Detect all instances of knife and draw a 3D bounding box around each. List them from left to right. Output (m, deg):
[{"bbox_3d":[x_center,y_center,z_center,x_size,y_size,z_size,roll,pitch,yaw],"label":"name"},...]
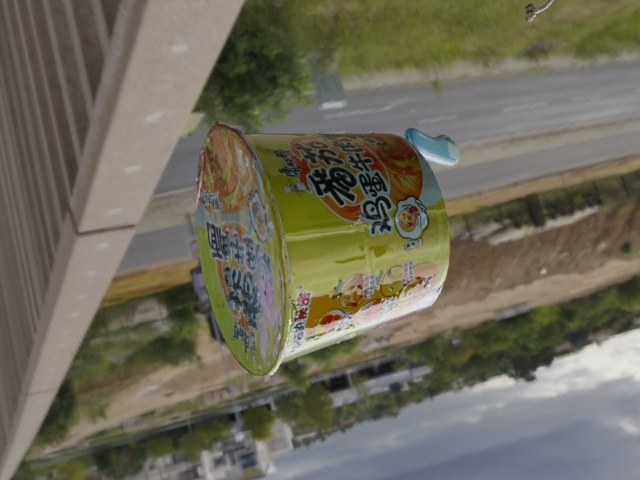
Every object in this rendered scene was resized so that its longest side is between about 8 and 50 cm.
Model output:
[{"bbox_3d":[0.205,-0.172,1.547,0.031,0.064,0.222,-16,170,30],"label":"knife"}]

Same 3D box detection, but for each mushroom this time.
[{"bbox_3d":[0.425,-0.477,1.367,0.028,0.026,0.286,28,116,-18],"label":"mushroom"}]

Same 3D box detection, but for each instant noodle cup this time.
[{"bbox_3d":[0.000,0.000,0.894,0.200,0.264,0.264,-9,167,-25],"label":"instant noodle cup"}]
